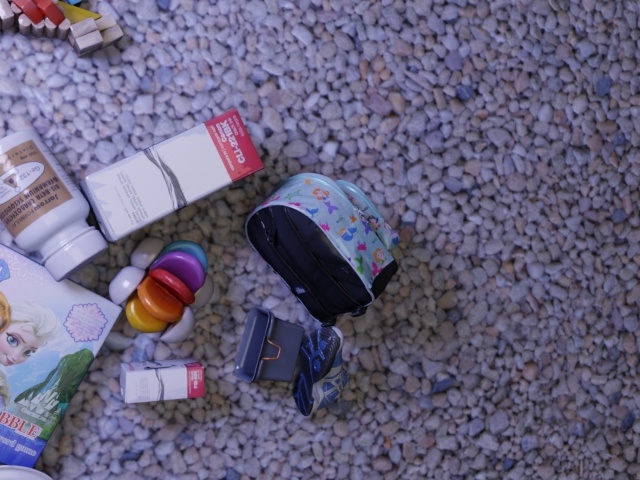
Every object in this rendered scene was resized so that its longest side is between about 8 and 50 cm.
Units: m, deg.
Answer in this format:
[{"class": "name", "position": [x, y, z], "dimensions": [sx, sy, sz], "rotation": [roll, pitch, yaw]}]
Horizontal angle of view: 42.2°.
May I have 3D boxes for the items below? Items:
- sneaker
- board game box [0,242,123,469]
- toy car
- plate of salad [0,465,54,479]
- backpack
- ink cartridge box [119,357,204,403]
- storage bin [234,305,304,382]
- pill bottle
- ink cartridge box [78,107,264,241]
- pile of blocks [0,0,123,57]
[{"class": "sneaker", "position": [0.009, 0.235, 1.540], "dimensions": [0.081, 0.080, 0.211], "rotation": [-10, 137, -30]}, {"class": "board game box", "position": [-0.546, 0.175, 1.372], "dimensions": [0.318, 0.066, 0.318], "rotation": [30, 81, -19]}, {"class": "toy car", "position": [-0.256, 0.071, 1.419], "dimensions": [0.159, 0.136, 0.182], "rotation": [40, 46, -15]}, {"class": "plate of salad", "position": [-0.528, 0.438, 1.377], "dimensions": [0.199, 0.048, 0.200], "rotation": [-8, 123, -13]}, {"class": "backpack", "position": [0.000, 0.000, 1.484], "dimensions": [0.253, 0.225, 0.191], "rotation": [44, 55, -14]}, {"class": "ink cartridge box", "position": [-0.279, 0.244, 1.453], "dimensions": [0.135, 0.099, 0.056], "rotation": [-2, 92, -20]}, {"class": "storage bin", "position": [-0.086, 0.200, 1.530], "dimensions": [0.091, 0.098, 0.135], "rotation": [16, 86, -30]}, {"class": "pill bottle", "position": [-0.453, -0.054, 1.348], "dimensions": [0.131, 0.131, 0.229], "rotation": [-36, 94, -15]}, {"class": "ink cartridge box", "position": [-0.258, -0.107, 1.398], "dimensions": [0.272, 0.197, 0.114], "rotation": [-29, 100, -17]}, {"class": "pile of blocks", "position": [-0.496, -0.404, 1.348], "dimensions": [0.362, 0.112, 0.149], "rotation": [10, 89, -20]}]
